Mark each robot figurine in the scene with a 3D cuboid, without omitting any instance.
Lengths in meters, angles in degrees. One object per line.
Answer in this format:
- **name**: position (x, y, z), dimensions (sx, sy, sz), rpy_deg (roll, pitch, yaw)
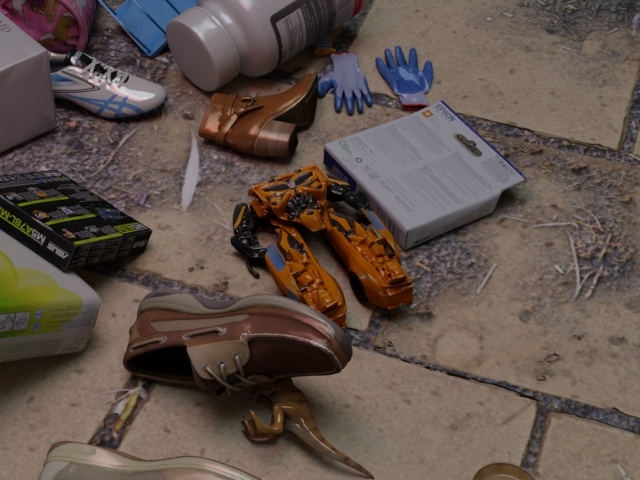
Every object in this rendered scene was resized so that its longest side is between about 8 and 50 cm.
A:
- **robot figurine**: position (0.000, 0.000, 1.832), dimensions (0.211, 0.085, 0.291), rpy_deg (-22, 49, -17)

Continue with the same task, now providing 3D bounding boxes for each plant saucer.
- **plant saucer**: position (0.221, 0.304, 1.587), dimensions (0.083, 0.015, 0.083), rpy_deg (2, 44, -2)

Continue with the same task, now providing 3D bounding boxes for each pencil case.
- **pencil case**: position (-0.455, -0.458, 2.225), dimensions (0.160, 0.167, 0.386), rpy_deg (-14, 42, 12)

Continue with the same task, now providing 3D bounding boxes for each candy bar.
- **candy bar**: position (-0.003, -0.362, 2.253), dimensions (0.040, 0.018, 0.161), rpy_deg (-4, 44, -7)

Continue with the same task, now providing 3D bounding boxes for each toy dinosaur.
- **toy dinosaur**: position (-0.032, 0.218, 1.626), dimensions (0.112, 0.064, 0.211), rpy_deg (-19, 49, -22)

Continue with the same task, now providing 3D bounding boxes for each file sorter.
- **file sorter**: position (-0.268, -0.411, 2.162), dimensions (0.170, 0.104, 0.118), rpy_deg (-43, 64, 2)

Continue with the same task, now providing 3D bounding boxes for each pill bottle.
- **pill bottle**: position (-0.086, -0.374, 2.137), dimensions (0.318, 0.176, 0.176), rpy_deg (-36, 56, -25)

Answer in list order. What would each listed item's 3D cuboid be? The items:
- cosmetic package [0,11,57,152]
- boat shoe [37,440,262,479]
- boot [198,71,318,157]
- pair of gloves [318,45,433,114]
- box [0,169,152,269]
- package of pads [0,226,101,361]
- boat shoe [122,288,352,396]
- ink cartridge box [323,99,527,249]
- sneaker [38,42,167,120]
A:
- **cosmetic package**: position (-0.609, -0.200, 1.954), dimensions (0.385, 0.156, 0.217), rpy_deg (-32, 53, -30)
- **boat shoe**: position (-0.185, 0.306, 1.503), dimensions (0.302, 0.109, 0.098), rpy_deg (8, 50, 13)
- **boot**: position (-0.092, -0.209, 2.056), dimensions (0.152, 0.073, 0.197), rpy_deg (12, 42, 15)
- **pair of gloves**: position (0.090, -0.262, 2.153), dimensions (0.198, 0.023, 0.159), rpy_deg (-2, 44, -6)
- **box**: position (-0.353, -0.032, 1.802), dimensions (0.184, 0.045, 0.190), rpy_deg (33, 19, 17)
- **package of pads**: position (-0.452, 0.044, 1.695), dimensions (0.296, 0.101, 0.229), rpy_deg (37, 22, 29)
- **boat shoe**: position (-0.108, 0.141, 1.633), dimensions (0.324, 0.123, 0.116), rpy_deg (0, 48, 36)
- **ink cartridge box**: position (0.154, -0.102, 1.975), dimensions (0.224, 0.045, 0.223), rpy_deg (-22, 50, -24)
- **sneaker**: position (-0.356, -0.251, 2.072), dimensions (0.237, 0.086, 0.085), rpy_deg (13, 44, 8)
